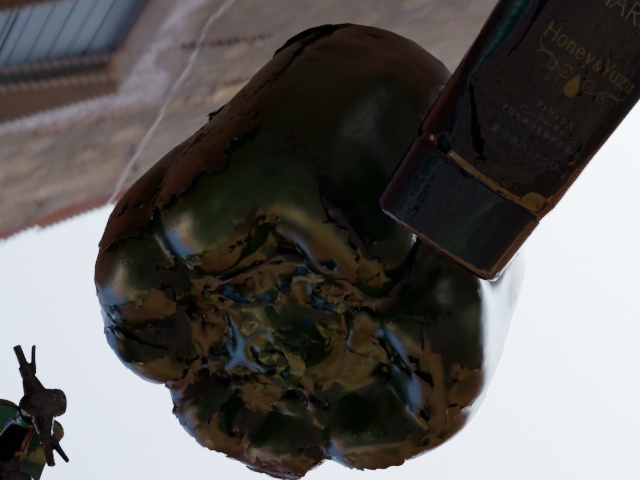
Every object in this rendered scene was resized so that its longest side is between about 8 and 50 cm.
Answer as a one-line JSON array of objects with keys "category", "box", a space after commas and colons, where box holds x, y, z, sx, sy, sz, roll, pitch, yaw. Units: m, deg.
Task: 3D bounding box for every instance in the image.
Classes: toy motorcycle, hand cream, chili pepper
[{"category": "toy motorcycle", "box": [-0.178, 0.145, 1.080, 0.058, 0.100, 0.173, 20, -141, -22]}, {"category": "hand cream", "box": [0.137, -0.108, 1.020, 0.120, 0.061, 0.270, 32, -84, -25]}, {"category": "chili pepper", "box": [0.000, 0.000, 1.200, 0.248, 0.233, 0.257, 68, -149, -25]}]
